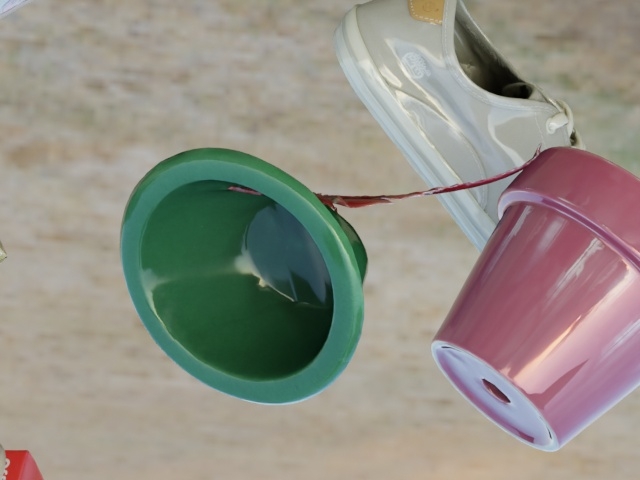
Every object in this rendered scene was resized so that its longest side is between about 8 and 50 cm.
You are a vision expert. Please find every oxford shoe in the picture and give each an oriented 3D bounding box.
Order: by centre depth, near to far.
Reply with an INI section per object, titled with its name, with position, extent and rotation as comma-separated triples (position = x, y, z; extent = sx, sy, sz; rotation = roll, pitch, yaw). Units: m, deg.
[oxford shoe]
position = 0.191, -0.057, 1.809
extent = 0.130, 0.449, 0.169
rotation = -33, -160, 19

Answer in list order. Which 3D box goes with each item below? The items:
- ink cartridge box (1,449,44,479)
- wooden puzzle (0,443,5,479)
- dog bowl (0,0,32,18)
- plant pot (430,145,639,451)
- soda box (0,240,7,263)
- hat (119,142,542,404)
[ink cartridge box]
position = -0.324, 0.258, 1.754
extent = 0.231, 0.134, 0.078
rotation = -2, 140, 11
[wooden puzzle]
position = -0.258, 0.205, 0.977
extent = 0.044, 0.239, 0.221
rotation = 48, 150, -2
[dog bowl]
position = -0.334, -0.420, 1.989
extent = 0.150, 0.408, 0.408
rotation = -17, 178, -15
[plant pot]
position = 0.191, 0.057, 1.557
extent = 0.201, 0.180, 0.201
rotation = 38, 164, 13
[soda box]
position = -0.262, -0.022, 1.330
extent = 0.061, 0.058, 0.181
rotation = 49, 180, -27
[hat]
position = 0.000, 0.000, 1.336
extent = 0.208, 0.173, 0.183
rotation = 24, -149, 21
